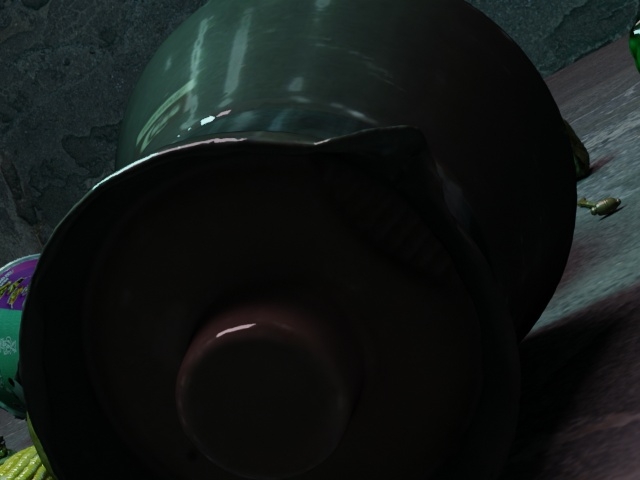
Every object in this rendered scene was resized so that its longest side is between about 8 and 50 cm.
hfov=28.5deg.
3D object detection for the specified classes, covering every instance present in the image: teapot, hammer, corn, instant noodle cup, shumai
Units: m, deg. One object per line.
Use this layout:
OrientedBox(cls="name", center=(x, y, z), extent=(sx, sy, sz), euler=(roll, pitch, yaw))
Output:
OrientedBox(cls="teapot", center=(-0.023, 0.039, 0.731), extent=(0.376, 0.305, 0.362), euler=(-58, 2, 21))
OrientedBox(cls="hammer", center=(0.257, -0.033, 1.186), extent=(0.029, 0.014, 0.123), euler=(-21, 3, 2))
OrientedBox(cls="corn", center=(-0.307, 0.253, 1.294), extent=(0.085, 0.063, 0.165), euler=(-54, 2, 3))
OrientedBox(cls="instant noodle cup", center=(-0.353, 0.140, 1.765), extent=(0.251, 0.251, 0.190), euler=(-32, 15, -27))
OrientedBox(cls="shumai", center=(0.256, -0.089, 1.422), extent=(0.080, 0.082, 0.083), euler=(-29, -19, 25))

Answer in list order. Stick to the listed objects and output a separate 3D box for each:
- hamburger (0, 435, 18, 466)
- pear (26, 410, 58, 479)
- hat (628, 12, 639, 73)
OrientedBox(cls="hamburger", center=(-0.489, 0.281, 1.664), extent=(0.159, 0.131, 0.185), euler=(-30, 0, -40))
OrientedBox(cls="pear", center=(-0.165, 0.141, 1.073), extent=(0.167, 0.167, 0.136), euler=(-33, 22, -32))
OrientedBox(cls="hat", center=(0.348, -0.252, 1.001), extent=(0.274, 0.332, 0.242), euler=(-31, 3, 10))
